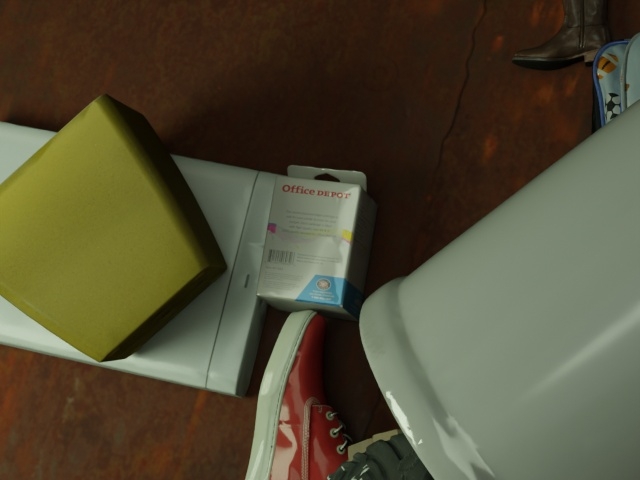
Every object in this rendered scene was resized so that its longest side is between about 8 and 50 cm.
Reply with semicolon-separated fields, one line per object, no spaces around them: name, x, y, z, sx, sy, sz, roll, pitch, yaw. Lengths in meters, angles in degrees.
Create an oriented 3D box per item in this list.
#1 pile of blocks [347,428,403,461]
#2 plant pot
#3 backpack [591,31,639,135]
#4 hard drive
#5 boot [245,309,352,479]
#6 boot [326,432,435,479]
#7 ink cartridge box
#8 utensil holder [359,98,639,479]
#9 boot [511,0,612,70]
pile of blocks;0.055;0.329;1.783;0.149;0.112;0.362;59;133;45
plant pot;-0.212;0.004;1.890;0.212;0.212;0.187;-42;84;2
backpack;0.391;-0.084;1.805;0.263;0.213;0.277;-1;75;3
hard drive;-0.221;0.015;2.013;0.353;0.047;0.233;11;82;16
boot;0.024;0.198;1.895;0.176;0.088;0.244;9;89;15
boot;0.126;0.410;1.661;0.445;0.146;0.367;37;107;-19
ink cartridge box;0.000;0.000;1.937;0.092;0.090;0.143;8;79;15
utensil holder;0.280;0.063;1.564;0.385;0.327;0.328;-39;72;17
boot;0.245;-0.233;1.952;0.106;0.037;0.114;-2;81;0
